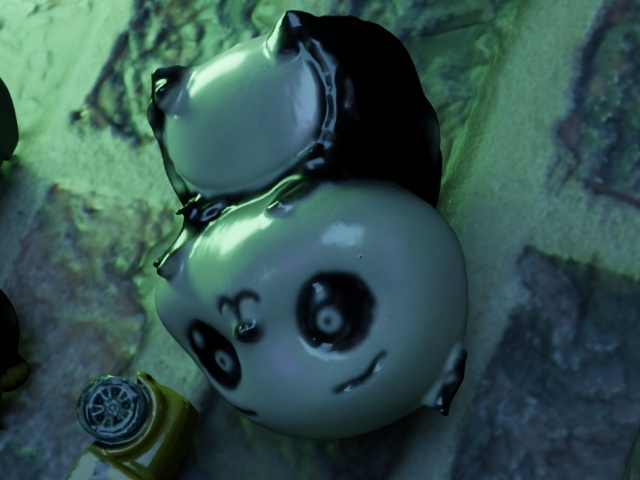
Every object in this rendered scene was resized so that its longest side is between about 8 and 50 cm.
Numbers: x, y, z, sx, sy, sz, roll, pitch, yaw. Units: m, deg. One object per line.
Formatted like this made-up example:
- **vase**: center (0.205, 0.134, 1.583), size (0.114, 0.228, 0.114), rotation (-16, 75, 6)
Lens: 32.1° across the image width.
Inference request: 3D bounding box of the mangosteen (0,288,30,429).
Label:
- **mangosteen**: center (-0.319, 0.102, 0.958), size (0.137, 0.137, 0.151), rotation (-31, 97, -3)

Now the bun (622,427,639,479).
- **bun**: center (0.300, 0.182, 0.778), size (0.183, 0.102, 0.183), rotation (-4, 66, 9)

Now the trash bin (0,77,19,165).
- **trash bin**: center (-0.385, -0.071, 1.020), size (0.101, 0.176, 0.236), rotation (19, 75, 20)

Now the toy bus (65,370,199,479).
- **toy bus**: center (-0.192, 0.266, 0.846), size (0.123, 0.121, 0.335), rotation (29, 75, 14)

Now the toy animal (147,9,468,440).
- **toy animal**: center (0.000, 0.000, 0.871), size (0.251, 0.251, 0.309), rotation (-10, 76, 9)
